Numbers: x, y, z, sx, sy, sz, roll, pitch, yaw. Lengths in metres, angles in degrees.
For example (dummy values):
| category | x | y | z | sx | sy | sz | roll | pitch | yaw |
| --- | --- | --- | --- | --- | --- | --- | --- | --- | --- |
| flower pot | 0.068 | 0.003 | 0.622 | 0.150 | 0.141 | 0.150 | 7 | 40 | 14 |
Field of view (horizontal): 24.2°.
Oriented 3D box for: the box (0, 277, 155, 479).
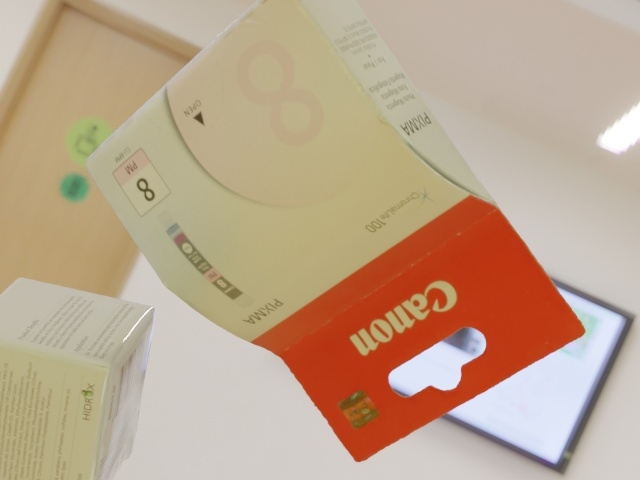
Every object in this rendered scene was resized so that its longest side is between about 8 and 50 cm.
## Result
| category | x | y | z | sx | sy | sz | roll | pitch | yaw |
| --- | --- | --- | --- | --- | --- | --- | --- | --- | --- |
| box | -0.151 | 0.088 | 0.835 | 0.087 | 0.102 | 0.101 | 13 | 18 | 4 |

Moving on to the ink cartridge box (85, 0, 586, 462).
| category | x | y | z | sx | sy | sz | roll | pitch | yaw |
| --- | --- | --- | --- | --- | --- | --- | --- | --- | --- |
| ink cartridge box | 0.000 | 0.000 | 0.798 | 0.066 | 0.189 | 0.232 | -26 | 82 | -51 |
